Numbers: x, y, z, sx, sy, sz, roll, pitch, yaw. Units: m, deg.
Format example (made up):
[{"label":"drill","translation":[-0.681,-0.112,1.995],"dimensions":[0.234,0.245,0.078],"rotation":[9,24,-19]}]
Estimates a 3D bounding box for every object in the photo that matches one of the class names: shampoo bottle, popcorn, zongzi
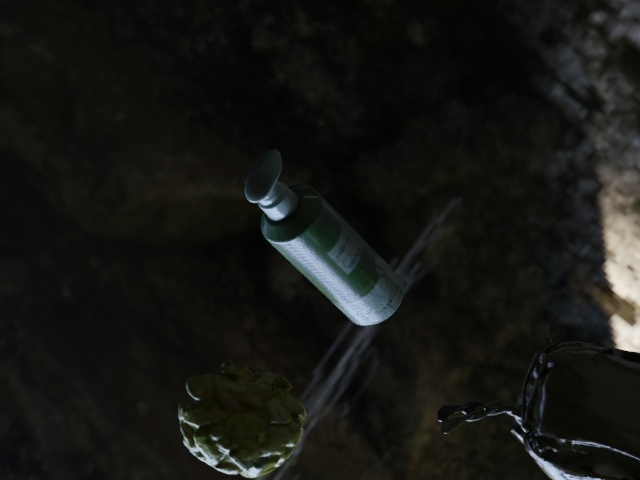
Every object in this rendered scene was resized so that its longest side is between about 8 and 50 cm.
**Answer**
[{"label":"shampoo bottle","translation":[0.000,0.000,1.350],"dimensions":[0.204,0.065,0.065],"rotation":[45,-164,-44]},{"label":"popcorn","translation":[-0.074,0.172,1.485],"dimensions":[0.106,0.121,0.116],"rotation":[57,-166,-75]},{"label":"zongzi","translation":[0.170,0.103,0.652],"dimensions":[0.189,0.081,0.178],"rotation":[26,-179,-29]}]
